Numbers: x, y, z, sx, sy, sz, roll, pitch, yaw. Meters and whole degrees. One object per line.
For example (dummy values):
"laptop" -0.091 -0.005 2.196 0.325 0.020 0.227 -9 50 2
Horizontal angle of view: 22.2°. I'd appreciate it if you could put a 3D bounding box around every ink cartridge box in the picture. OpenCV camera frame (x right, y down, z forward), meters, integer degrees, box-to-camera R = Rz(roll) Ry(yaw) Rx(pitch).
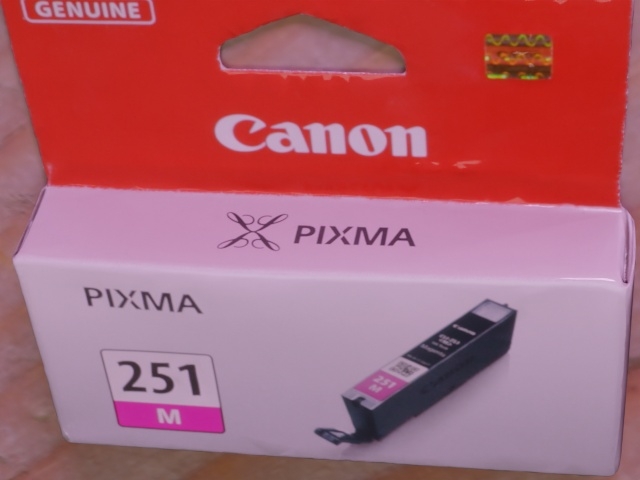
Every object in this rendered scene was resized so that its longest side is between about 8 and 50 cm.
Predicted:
"ink cartridge box" 0.000 0.000 0.724 0.275 0.060 0.239 2 134 10
